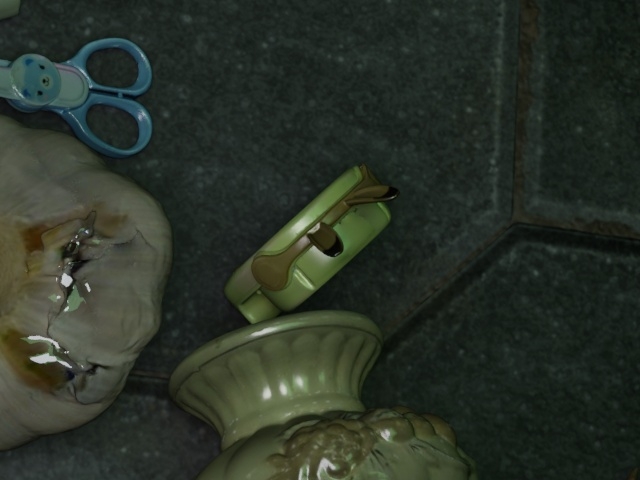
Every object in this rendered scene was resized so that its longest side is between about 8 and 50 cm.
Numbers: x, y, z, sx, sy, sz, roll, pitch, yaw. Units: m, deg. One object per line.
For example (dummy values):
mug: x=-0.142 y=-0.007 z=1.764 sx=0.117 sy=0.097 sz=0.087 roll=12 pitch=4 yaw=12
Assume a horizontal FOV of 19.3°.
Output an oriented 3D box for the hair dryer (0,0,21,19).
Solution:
hair dryer: x=-0.442 y=-0.276 z=1.841 sx=0.296 sy=0.119 sz=0.298 roll=4 pitch=63 yaw=-22

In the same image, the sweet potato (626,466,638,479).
sweet potato: x=0.318 y=0.292 z=1.951 sx=0.049 sy=0.049 sz=0.117 roll=17 pitch=73 yaw=-12

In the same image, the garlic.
garlic: x=-0.288 y=0.038 z=1.726 sx=0.322 sy=0.241 sz=0.322 roll=-11 pitch=54 yaw=15

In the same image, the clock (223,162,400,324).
clock: x=0.000 y=0.000 z=1.825 sx=0.170 sy=0.232 sz=0.069 roll=-42 pitch=91 yaw=-20

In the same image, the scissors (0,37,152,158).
scissors: x=-0.283 y=-0.156 z=1.857 sx=0.256 sy=0.030 sz=0.125 roll=8 pitch=73 yaw=-31

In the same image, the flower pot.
flower pot: x=-0.014 y=0.212 z=1.747 sx=0.307 sy=0.307 sz=0.244 roll=-9 pitch=65 yaw=-19
